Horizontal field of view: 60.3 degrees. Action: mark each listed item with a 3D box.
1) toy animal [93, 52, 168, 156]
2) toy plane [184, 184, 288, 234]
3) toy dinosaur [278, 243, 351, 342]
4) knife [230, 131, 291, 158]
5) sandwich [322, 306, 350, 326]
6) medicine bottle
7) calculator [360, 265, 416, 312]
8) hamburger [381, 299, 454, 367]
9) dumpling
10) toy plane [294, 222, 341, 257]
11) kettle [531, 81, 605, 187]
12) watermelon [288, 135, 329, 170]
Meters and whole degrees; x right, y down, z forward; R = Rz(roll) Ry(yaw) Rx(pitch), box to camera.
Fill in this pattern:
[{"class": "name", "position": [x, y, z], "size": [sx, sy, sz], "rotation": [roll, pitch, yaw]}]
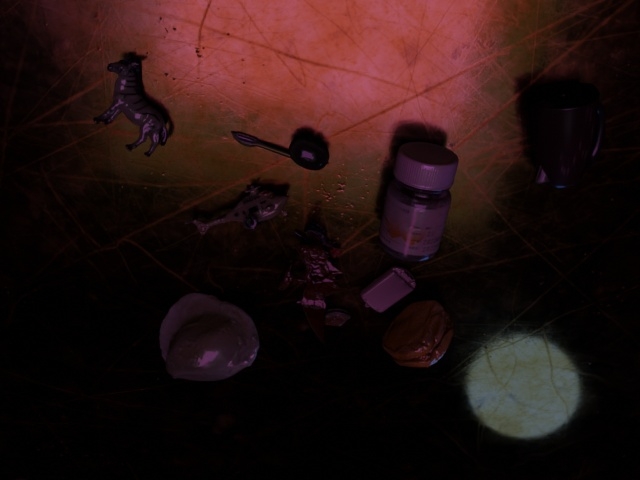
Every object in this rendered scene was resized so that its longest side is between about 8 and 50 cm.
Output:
[{"class": "toy animal", "position": [-0.447, -0.322, 1.335], "size": [0.176, 0.073, 0.217], "rotation": [-43, 117, 8]}, {"class": "toy plane", "position": [-0.220, -0.074, 1.476], "size": [0.286, 0.092, 0.108], "rotation": [-21, 98, 13]}, {"class": "toy dinosaur", "position": [-0.013, 0.125, 1.554], "size": [0.206, 0.113, 0.327], "rotation": [22, 129, -9]}, {"class": "knife", "position": [-0.143, -0.238, 1.405], "size": [0.183, 0.022, 0.026], "rotation": [18, 95, -8]}, {"class": "sandwich", "position": [0.042, 0.236, 1.691], "size": [0.101, 0.026, 0.070], "rotation": [2, 121, 0]}, {"class": "medicine bottle", "position": [0.245, -0.097, 1.398], "size": [0.164, 0.165, 0.274], "rotation": [5, 122, -2]}, {"class": "calculator", "position": [0.198, 0.147, 1.627], "size": [0.175, 0.032, 0.100], "rotation": [-40, 113, 23]}, {"class": "hamburger", "position": [0.286, 0.270, 1.602], "size": [0.213, 0.214, 0.108], "rotation": [-29, 113, 18]}, {"class": "dumpling", "position": [-0.341, 0.318, 1.649], "size": [0.320, 0.212, 0.270], "rotation": [-9, 119, -5]}, {"class": "toy plane", "position": [0.000, 0.000, 1.540], "size": [0.145, 0.037, 0.060], "rotation": [32, 121, -16]}, {"class": "kettle", "position": [0.595, -0.252, 1.324], "size": [0.202, 0.144, 0.232], "rotation": [-28, 129, -17]}, {"class": "watermelon", "position": [-0.026, -0.218, 1.382], "size": [0.110, 0.078, 0.078], "rotation": [24, 120, -13]}]
